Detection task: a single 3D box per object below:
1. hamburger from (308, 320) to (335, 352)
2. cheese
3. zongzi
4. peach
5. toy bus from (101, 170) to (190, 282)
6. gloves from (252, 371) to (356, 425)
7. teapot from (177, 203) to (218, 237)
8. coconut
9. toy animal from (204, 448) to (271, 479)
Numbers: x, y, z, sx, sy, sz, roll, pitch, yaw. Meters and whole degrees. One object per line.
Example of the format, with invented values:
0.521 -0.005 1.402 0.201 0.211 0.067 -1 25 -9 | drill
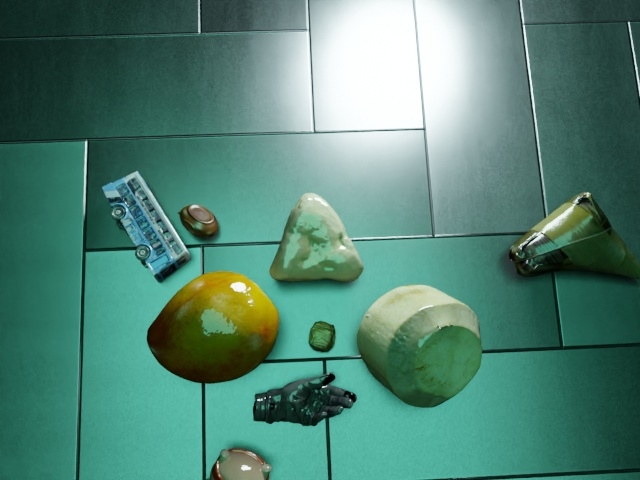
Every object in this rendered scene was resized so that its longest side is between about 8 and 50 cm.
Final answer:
0.005 0.265 1.931 0.076 0.044 0.083 18 75 4 | hamburger
0.000 0.000 1.926 0.251 0.173 0.248 7 86 1 | cheese
0.717 0.067 1.951 0.289 0.154 0.317 -38 86 -2 | zongzi
-0.272 0.237 1.808 0.308 0.289 0.289 -37 80 -29 | peach
-0.488 -0.039 1.959 0.131 0.106 0.297 -32 78 -12 | toy bus
-0.046 0.423 1.859 0.285 0.119 0.142 -4 88 12 | gloves
-0.350 -0.051 1.984 0.129 0.078 0.098 39 38 16 | teapot
0.253 0.269 1.821 0.323 0.323 0.323 0 77 -1 | coconut
-0.219 0.632 1.789 0.171 0.171 0.198 23 85 4 | toy animal
